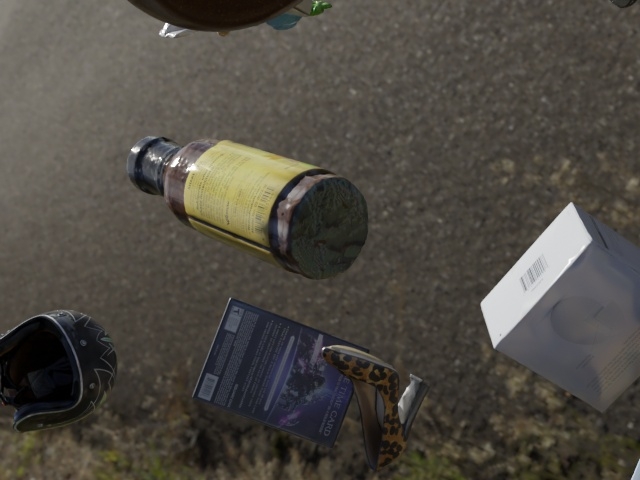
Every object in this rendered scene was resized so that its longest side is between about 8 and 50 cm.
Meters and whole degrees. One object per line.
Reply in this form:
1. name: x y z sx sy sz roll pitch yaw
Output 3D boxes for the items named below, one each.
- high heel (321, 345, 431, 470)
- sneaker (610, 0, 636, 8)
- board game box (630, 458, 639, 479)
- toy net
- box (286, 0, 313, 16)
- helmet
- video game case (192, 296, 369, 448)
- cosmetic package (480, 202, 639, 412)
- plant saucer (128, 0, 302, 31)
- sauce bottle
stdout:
1. high heel: 0.071 0.295 1.931 0.093 0.261 0.186 22 85 54
2. sneaker: 0.234 -0.326 1.193 0.271 0.100 0.108 29 136 31
3. board game box: 0.520 0.251 1.202 0.302 0.086 0.308 30 123 28
4. toy net: -0.108 -0.302 1.446 0.232 0.045 0.122 2 26 28
5. box: -0.156 -0.339 1.165 0.311 0.121 0.148 15 92 19
6. helmet: -0.356 0.172 1.494 0.161 0.169 0.169 -25 28 -9
7. video game case: -0.071 0.242 2.012 0.026 0.274 0.196 -164 95 -84
8. cosmetic package: 0.409 0.104 1.692 0.224 0.224 0.138 -51 18 22
9. plant saucer: -0.067 -0.227 0.827 0.198 0.198 0.036 -46 45 29
10. sauce bottle: -0.095 -0.052 1.188 0.344 0.111 0.111 22 85 46
